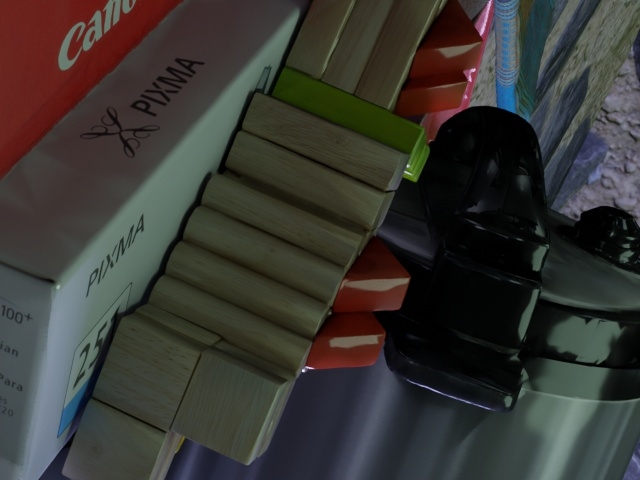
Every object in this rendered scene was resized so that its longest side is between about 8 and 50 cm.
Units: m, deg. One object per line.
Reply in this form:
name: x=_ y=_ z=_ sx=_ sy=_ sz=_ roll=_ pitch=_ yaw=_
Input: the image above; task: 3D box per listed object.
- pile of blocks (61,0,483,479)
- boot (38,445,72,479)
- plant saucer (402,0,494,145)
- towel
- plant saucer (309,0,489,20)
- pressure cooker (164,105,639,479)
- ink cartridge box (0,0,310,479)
pile of blocks: x=0.000 y=0.000 z=0.915 sx=0.149 sy=0.112 sz=0.362 roll=99 pitch=17 yaw=-62
boot: x=-0.193 y=0.220 z=1.210 sx=0.258 sy=0.095 sz=0.123 roll=13 pitch=96 yaw=-77
plant saucer: x=0.098 y=-0.106 z=1.714 sx=0.259 sy=0.047 sz=0.258 roll=100 pitch=14 yaw=-47
towel: x=0.229 y=-0.298 z=1.794 sx=0.370 sy=0.040 sz=0.271 roll=73 pitch=32 yaw=-70
plant saucer: x=0.079 y=-0.218 z=1.137 sx=0.310 sy=0.050 sz=0.311 roll=-46 pitch=-157 yaw=27
pressure cooker: x=0.077 y=0.098 z=1.363 sx=0.375 sy=0.370 sz=0.420 roll=4 pitch=113 yaw=-44
ink cartridge box: x=-0.086 y=-0.064 z=0.829 sx=0.296 sy=0.066 sz=0.261 roll=-56 pitch=166 yaw=-51
